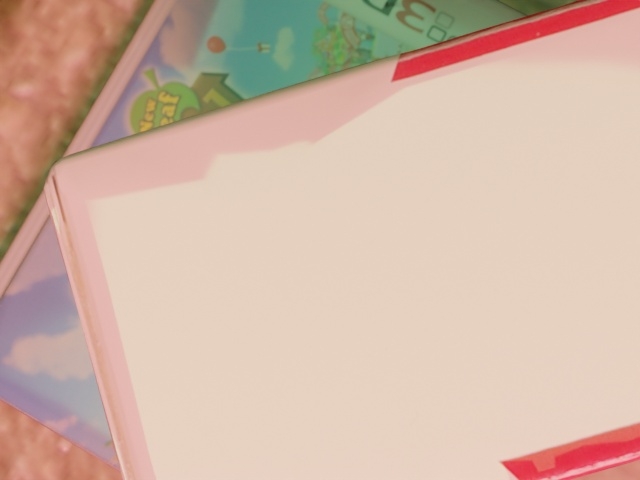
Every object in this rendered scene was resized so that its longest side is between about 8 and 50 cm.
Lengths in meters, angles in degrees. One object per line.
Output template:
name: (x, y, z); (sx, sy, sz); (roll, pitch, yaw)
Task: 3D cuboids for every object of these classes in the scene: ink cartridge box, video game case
ink cartridge box: (0.043, 0.017, 0.458); (0.172, 0.237, 0.100); (-16, 83, 2)
video game case: (0.000, 0.000, 0.596); (0.193, 0.023, 0.212); (29, 86, 9)
